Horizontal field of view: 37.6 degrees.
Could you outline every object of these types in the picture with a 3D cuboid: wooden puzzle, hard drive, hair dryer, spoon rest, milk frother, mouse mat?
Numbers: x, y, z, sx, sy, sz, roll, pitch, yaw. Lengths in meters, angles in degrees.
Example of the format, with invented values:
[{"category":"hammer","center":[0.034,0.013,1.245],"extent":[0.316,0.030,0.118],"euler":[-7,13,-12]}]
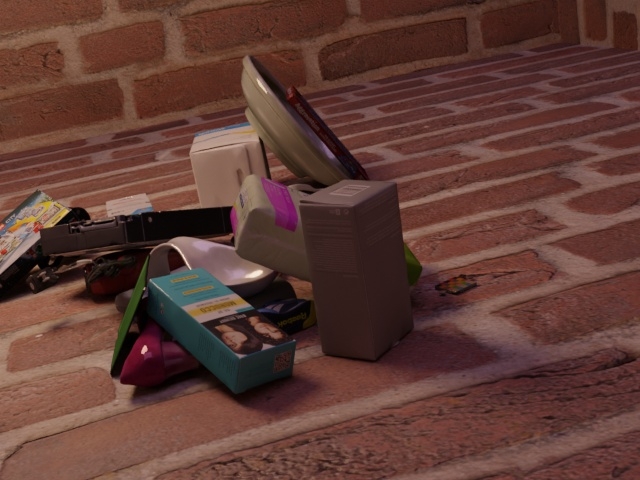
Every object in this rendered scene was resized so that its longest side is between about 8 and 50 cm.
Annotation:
[{"category":"wooden puzzle","center":[0.224,0.074,1.550],"extent":[0.083,0.006,0.049],"euler":[-20,21,-32]},{"category":"hard drive","center":[-0.345,-0.019,1.857],"extent":[0.237,0.064,0.339],"euler":[-8,-1,34]},{"category":"hair dryer","center":[-0.359,0.061,1.711],"extent":[0.224,0.080,0.293],"euler":[-7,6,34]},{"category":"spoon rest","center":[-0.189,0.043,1.560],"extent":[0.276,0.084,0.137],"euler":[4,22,38]},{"category":"milk frother","center":[-0.588,-0.010,2.014],"extent":[0.135,0.129,0.143],"euler":[8,18,33]},{"category":"mouse mat","center":[-0.300,0.112,1.487],"extent":[0.007,0.152,0.189],"euler":[21,13,-12]}]

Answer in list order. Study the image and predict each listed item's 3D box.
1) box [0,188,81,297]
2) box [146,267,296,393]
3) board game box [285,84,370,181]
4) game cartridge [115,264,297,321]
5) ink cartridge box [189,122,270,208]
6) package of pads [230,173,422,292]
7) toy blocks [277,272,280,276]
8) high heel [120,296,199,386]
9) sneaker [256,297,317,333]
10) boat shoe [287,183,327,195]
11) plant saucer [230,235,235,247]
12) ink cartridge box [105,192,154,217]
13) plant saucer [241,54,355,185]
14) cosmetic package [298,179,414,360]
[{"category":"box","center":[-0.617,0.006,1.913],"extent":[0.233,0.044,0.159],"euler":[-46,42,-18]},{"category":"box","center":[-0.149,0.125,1.366],"extent":[0.101,0.060,0.244],"euler":[-13,33,-39]},{"category":"board game box","center":[0.018,-0.249,2.251],"extent":[0.027,0.281,0.145],"euler":[-40,16,8]},{"category":"game cartridge","center":[-0.190,0.100,1.605],"extent":[0.297,0.062,0.198],"euler":[9,29,45]},{"category":"ink cartridge box","center":[-0.211,-0.171,2.254],"extent":[0.168,0.171,0.232],"euler":[-11,18,0]},{"category":"package of pads","center":[0.000,0.000,1.557],"extent":[0.297,0.101,0.229],"euler":[20,13,-13]},{"category":"toy blocks","center":[-0.039,0.021,1.766],"extent":[0.123,0.054,0.148],"euler":[-1,19,22]},{"category":"high heel","center":[-0.277,0.154,1.442],"extent":[0.117,0.082,0.244],"euler":[-12,28,-23]},{"category":"sneaker","center":[-0.075,0.124,1.474],"extent":[0.144,0.053,0.059],"euler":[-11,16,-34]},{"category":"boat shoe","center":[-0.006,-0.072,1.994],"extent":[0.081,0.068,0.228],"euler":[-24,-15,35]},{"category":"plant saucer","center":[-0.098,-0.002,1.909],"extent":[0.169,0.029,0.168],"euler":[-9,18,3]},{"category":"ink cartridge box","center":[-0.441,-0.054,2.188],"extent":[0.104,0.060,0.180],"euler":[-13,18,-11]},{"category":"plant saucer","center":[-0.076,-0.259,2.235],"extent":[0.100,0.400,0.400],"euler":[-39,16,8]},{"category":"cosmetic package","center":[0.056,0.041,1.365],"extent":[0.107,0.238,0.127],"euler":[6,20,33]}]
